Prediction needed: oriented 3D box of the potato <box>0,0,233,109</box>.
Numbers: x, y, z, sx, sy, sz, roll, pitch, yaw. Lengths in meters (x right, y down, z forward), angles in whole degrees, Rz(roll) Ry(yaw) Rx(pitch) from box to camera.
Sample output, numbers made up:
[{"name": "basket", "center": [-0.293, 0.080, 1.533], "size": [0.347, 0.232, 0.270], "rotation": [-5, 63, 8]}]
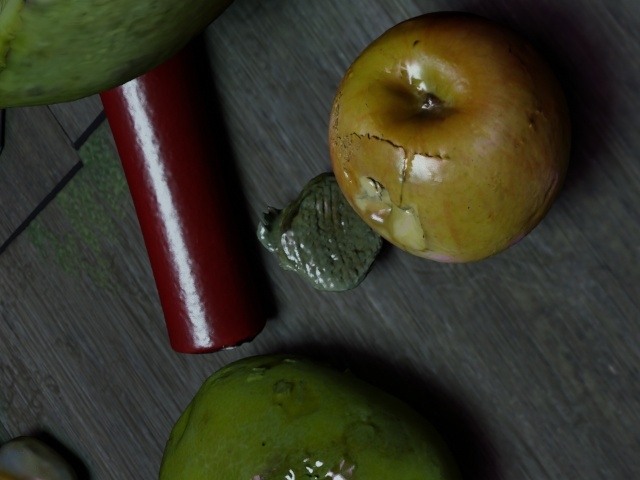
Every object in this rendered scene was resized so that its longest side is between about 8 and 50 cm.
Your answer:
[{"name": "potato", "center": [-0.120, -0.231, 0.655], "size": [0.280, 0.213, 0.330], "rotation": [-29, 63, 60]}]

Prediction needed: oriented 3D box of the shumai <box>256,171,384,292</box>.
[{"name": "shumai", "center": [0.000, 0.000, 0.736], "size": [0.080, 0.082, 0.083], "rotation": [136, 119, -76]}]

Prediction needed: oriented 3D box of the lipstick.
[{"name": "lipstick", "center": [-0.106, -0.035, 0.778], "size": [0.080, 0.080, 0.241], "rotation": [-6, 104, 37]}]

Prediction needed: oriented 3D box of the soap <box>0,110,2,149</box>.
[{"name": "soap", "center": [-0.338, -0.109, 0.925], "size": [0.100, 0.056, 0.149], "rotation": [20, 118, 15]}]

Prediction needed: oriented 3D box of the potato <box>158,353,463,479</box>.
[{"name": "potato", "center": [-0.016, 0.177, 0.749], "size": [0.253, 0.148, 0.186], "rotation": [-12, 102, 38]}]

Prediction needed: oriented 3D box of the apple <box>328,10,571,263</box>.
[{"name": "apple", "center": [0.073, -0.064, 0.595], "size": [0.146, 0.146, 0.146], "rotation": [14, 115, 32]}]

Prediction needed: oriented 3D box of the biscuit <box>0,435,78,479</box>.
[{"name": "biscuit", "center": [-0.356, 0.292, 1.095], "size": [0.237, 0.062, 0.290], "rotation": [30, 122, 23]}]
